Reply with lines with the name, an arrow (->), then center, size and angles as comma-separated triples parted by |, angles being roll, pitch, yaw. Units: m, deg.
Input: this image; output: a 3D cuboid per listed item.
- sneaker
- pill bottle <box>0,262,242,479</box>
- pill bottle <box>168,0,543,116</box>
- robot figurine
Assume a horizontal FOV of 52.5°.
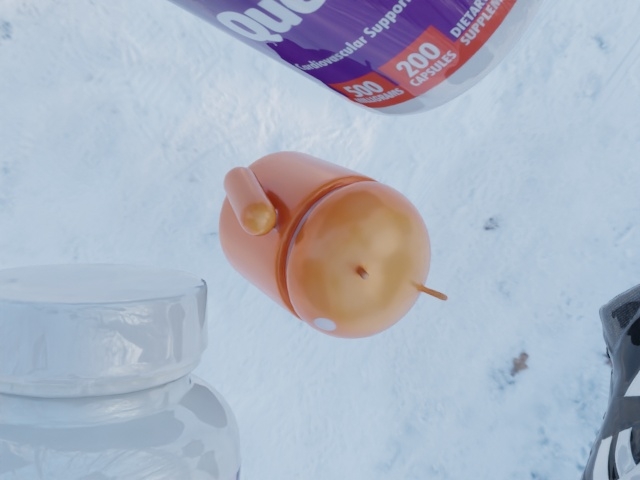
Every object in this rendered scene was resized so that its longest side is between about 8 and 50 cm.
sneaker -> 0.226, 0.114, 0.450 | 0.079, 0.121, 0.216 | 4, 132, -8
pill bottle -> -0.129, 0.169, 0.357 | 0.169, 0.169, 0.301 | 3, 97, 0
pill bottle -> -0.033, -0.201, 0.329 | 0.323, 0.181, 0.181 | 19, 92, -38
robot figurine -> -0.002, 0.000, 0.527 | 0.128, 0.219, 0.158 | -33, 124, -22
